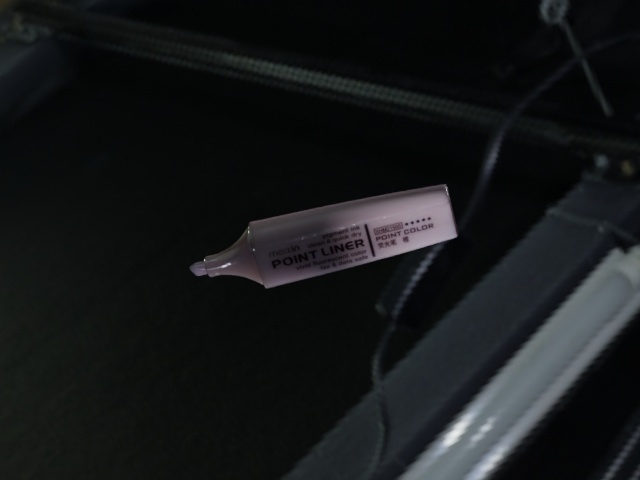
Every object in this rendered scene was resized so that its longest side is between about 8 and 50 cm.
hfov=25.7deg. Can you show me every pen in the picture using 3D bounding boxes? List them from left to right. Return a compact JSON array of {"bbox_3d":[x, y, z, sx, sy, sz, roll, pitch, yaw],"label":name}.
[{"bbox_3d":[0.000,0.000,1.019,0.197,0.053,0.032,-14,-147,7],"label":"pen"}]
